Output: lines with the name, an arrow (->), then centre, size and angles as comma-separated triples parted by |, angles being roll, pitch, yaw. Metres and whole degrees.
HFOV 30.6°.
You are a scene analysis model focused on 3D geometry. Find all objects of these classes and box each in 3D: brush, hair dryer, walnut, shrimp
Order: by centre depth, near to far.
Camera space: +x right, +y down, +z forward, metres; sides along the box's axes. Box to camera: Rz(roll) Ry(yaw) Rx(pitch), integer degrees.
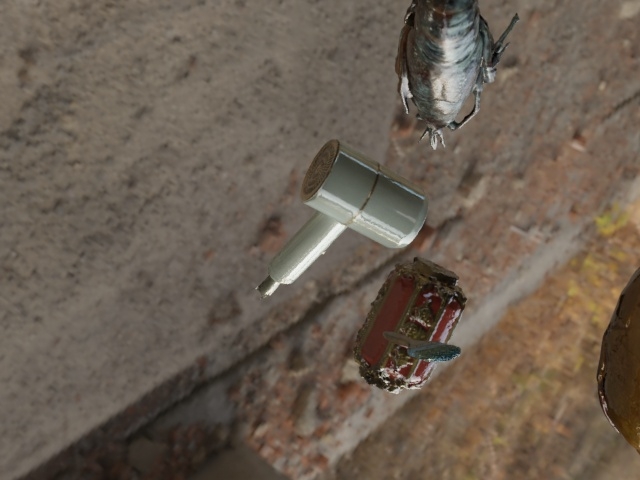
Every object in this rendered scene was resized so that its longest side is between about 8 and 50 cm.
walnut -> 0.369, 0.128, 1.265 | 0.137, 0.137, 0.245 | -6, 110, -58
shrimp -> 0.186, -0.239, 1.580 | 0.372, 0.172, 0.137 | 75, 11, -71
hair dryer -> 0.000, 0.000, 1.821 | 0.357, 0.173, 0.107 | -44, -157, 42
brush -> 0.160, 0.175, 1.986 | 0.070, 0.196, 0.021 | -11, 104, -28

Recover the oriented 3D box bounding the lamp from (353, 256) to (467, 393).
lamp -> 0.177, 0.171, 2.353 | 0.177, 0.177, 0.274 | 14, 105, -62
